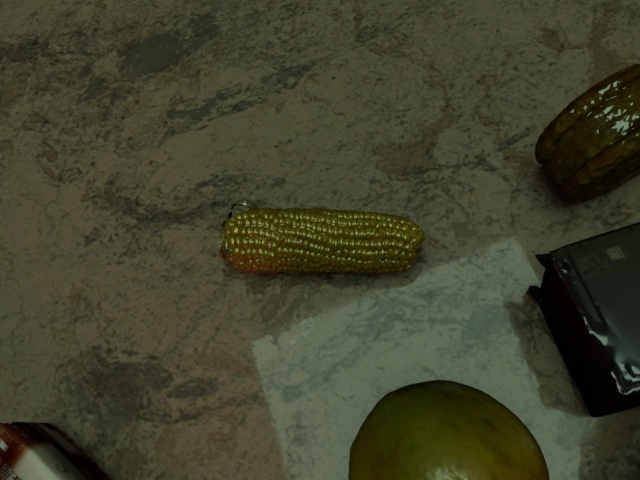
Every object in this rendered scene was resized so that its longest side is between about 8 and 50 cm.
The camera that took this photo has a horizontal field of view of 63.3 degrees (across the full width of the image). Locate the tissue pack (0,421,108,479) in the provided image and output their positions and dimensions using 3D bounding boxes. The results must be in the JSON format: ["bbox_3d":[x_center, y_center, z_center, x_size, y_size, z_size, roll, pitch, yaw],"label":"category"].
[{"bbox_3d":[-0.378,0.324,0.699,0.149,0.106,0.099,30,80,19],"label":"tissue pack"}]

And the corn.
[{"bbox_3d":[0.000,0.000,0.742,0.293,0.106,0.106,2,71,8],"label":"corn"}]

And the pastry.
[{"bbox_3d":[0.371,-0.132,0.661,0.189,0.188,0.103,-29,70,1],"label":"pastry"}]

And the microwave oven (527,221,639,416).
[{"bbox_3d":[0.394,0.077,0.587,0.248,0.188,0.178,-19,63,9],"label":"microwave oven"}]

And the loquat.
[{"bbox_3d":[0.146,0.272,0.552,0.213,0.213,0.246,-37,46,-3],"label":"loquat"}]
